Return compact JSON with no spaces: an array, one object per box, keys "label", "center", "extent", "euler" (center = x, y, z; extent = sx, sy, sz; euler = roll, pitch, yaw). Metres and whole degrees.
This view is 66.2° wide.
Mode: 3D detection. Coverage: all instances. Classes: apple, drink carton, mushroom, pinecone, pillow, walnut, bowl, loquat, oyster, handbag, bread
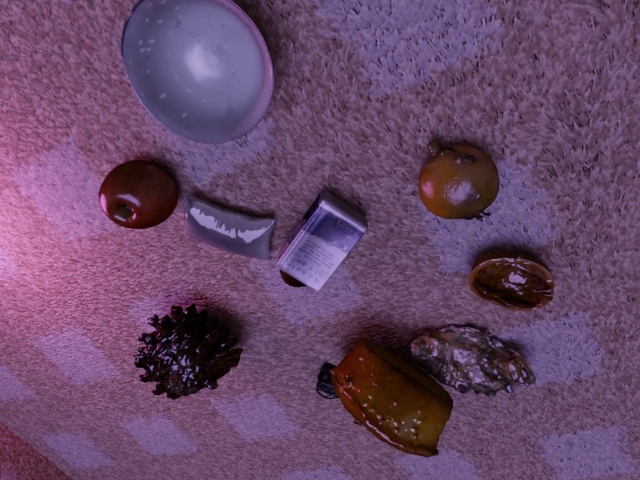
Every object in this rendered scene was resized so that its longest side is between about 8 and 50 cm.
[{"label":"apple","center":[-0.457,-0.112,1.243],"extent":[0.181,0.168,0.181],"euler":[3,128,4]},{"label":"drink carton","center":[0.001,0.001,1.236],"extent":[0.134,0.102,0.222],"euler":[32,112,-12]},{"label":"mushroom","center":[-0.056,0.083,1.361],"extent":[0.123,0.052,0.123],"euler":[5,122,8]},{"label":"pinecone","center":[-0.410,0.334,1.489],"extent":[0.298,0.242,0.296],"euler":[-40,95,-1]},{"label":"pillow","center":[-0.241,-0.033,1.302],"extent":[0.254,0.078,0.144],"euler":[17,125,1]},{"label":"walnut","center":[0.474,0.085,1.224],"extent":[0.211,0.087,0.167],"euler":[19,133,1]},{"label":"bowl","center":[-0.231,-0.374,1.024],"extent":[0.314,0.146,0.313],"euler":[6,127,9]},{"label":"loquat","center":[0.297,-0.132,1.078],"extent":[0.172,0.149,0.204],"euler":[-28,100,29]},{"label":"oyster","center":[0.417,0.358,1.408],"extent":[0.351,0.114,0.238],"euler":[23,126,-4]},{"label":"handbag","center":[0.032,0.481,1.606],"extent":[0.115,0.072,0.139],"euler":[23,130,-6]},{"label":"bread","center":[0.206,0.436,1.381],"extent":[0.358,0.337,0.204],"euler":[35,95,0]}]
